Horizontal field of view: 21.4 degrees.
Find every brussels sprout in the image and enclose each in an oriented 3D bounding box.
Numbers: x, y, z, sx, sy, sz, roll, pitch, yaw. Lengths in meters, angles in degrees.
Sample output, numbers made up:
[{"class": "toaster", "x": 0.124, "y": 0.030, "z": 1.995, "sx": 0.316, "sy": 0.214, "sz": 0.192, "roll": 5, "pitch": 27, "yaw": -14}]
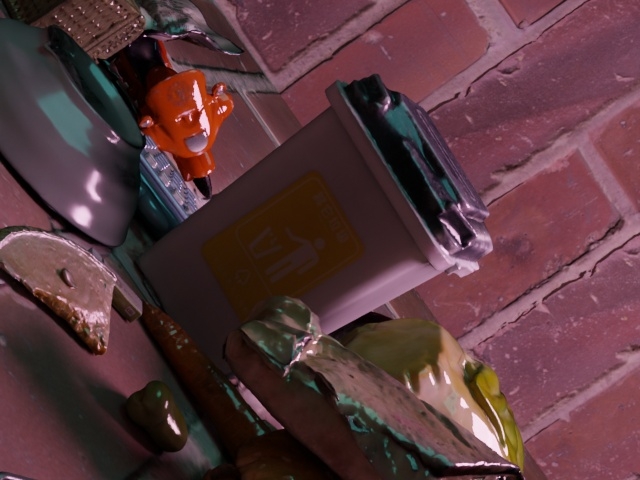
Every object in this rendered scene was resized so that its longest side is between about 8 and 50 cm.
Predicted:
[{"class": "brussels sprout", "x": 0.102, "y": 0.247, "z": 1.899, "sx": 0.344, "sy": 0.268, "sz": 0.344, "roll": 168, "pitch": -90, "yaw": -84}]

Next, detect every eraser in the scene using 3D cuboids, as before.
[{"class": "eraser", "x": -0.221, "y": 0.047, "z": 1.793, "sx": 0.083, "sy": 0.019, "sz": 0.038, "roll": 51, "pitch": 11, "yaw": -24}]

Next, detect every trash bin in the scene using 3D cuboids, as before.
[{"class": "trash bin", "x": 0.000, "y": 0.000, "z": 2.004, "sx": 0.256, "sy": 0.368, "sz": 0.296, "roll": 58, "pitch": 11, "yaw": 9}]

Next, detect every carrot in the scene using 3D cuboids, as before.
[{"class": "carrot", "x": -0.127, "y": 0.153, "z": 1.836, "sx": 0.224, "sy": 0.057, "sz": 0.057, "roll": 51, "pitch": 8, "yaw": 10}]

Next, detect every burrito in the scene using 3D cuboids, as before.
[{"class": "burrito", "x": 0.049, "y": 0.181, "z": 1.607, "sx": 0.348, "sy": 0.107, "sz": 0.175, "roll": 38, "pitch": 25, "yaw": -9}]

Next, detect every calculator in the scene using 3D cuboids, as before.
[{"class": "calculator", "x": -0.215, "y": -0.068, "z": 2.178, "sx": 0.188, "sy": 0.042, "sz": 0.302, "roll": 55, "pitch": 8, "yaw": -8}]

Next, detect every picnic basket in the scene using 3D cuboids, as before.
[{"class": "picnic basket", "x": -0.339, "y": -0.342, "z": 2.240, "sx": 0.196, "sy": 0.134, "sz": 0.154, "roll": 60, "pitch": 8, "yaw": 29}]

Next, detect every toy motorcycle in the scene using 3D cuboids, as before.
[{"class": "toy motorcycle", "x": -0.229, "y": -0.223, "z": 2.398, "sx": 0.325, "sy": 0.148, "sz": 0.221, "roll": 60, "pitch": -13, "yaw": 20}]

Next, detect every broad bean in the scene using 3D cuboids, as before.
[{"class": "broad bean", "x": -0.155, "y": 0.168, "z": 1.629, "sx": 0.083, "sy": 0.045, "sz": 0.063, "roll": 57, "pitch": 6, "yaw": -45}]

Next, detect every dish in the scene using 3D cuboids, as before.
[{"class": "dish", "x": -0.283, "y": -0.145, "z": 1.894, "sx": 0.316, "sy": 0.106, "sz": 0.316, "roll": 53, "pitch": 10, "yaw": -13}]

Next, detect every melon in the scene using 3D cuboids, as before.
[{"class": "melon", "x": -0.263, "y": 0.029, "z": 1.605, "sx": 0.182, "sy": 0.054, "sz": 0.098, "roll": 46, "pitch": 28, "yaw": -42}]

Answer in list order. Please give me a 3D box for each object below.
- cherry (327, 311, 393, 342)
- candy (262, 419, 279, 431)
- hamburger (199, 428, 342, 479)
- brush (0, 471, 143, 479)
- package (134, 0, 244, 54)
[{"class": "cherry", "x": 0.056, "y": 0.187, "z": 2.239, "sx": 0.195, "sy": 0.195, "sz": 0.195, "roll": 53, "pitch": 9, "yaw": -12}, {"class": "candy", "x": 0.030, "y": 0.296, "z": 2.067, "sx": 0.288, "sy": 0.084, "sz": 0.078, "roll": 42, "pitch": 17, "yaw": -28}, {"class": "hamburger", "x": 0.005, "y": 0.313, "z": 1.625, "sx": 0.283, "sy": 0.145, "sz": 0.259, "roll": 58, "pitch": 9, "yaw": 2}, {"class": "brush", "x": -0.186, "y": 0.209, "z": 1.361, "sx": 0.062, "sy": 0.027, "sz": 0.266, "roll": 58, "pitch": 10, "yaw": 23}, {"class": "package", "x": -0.217, "y": -0.316, "z": 2.352, "sx": 0.166, "sy": 0.040, "sz": 0.232, "roll": 5, "pitch": 28, "yaw": -42}]
